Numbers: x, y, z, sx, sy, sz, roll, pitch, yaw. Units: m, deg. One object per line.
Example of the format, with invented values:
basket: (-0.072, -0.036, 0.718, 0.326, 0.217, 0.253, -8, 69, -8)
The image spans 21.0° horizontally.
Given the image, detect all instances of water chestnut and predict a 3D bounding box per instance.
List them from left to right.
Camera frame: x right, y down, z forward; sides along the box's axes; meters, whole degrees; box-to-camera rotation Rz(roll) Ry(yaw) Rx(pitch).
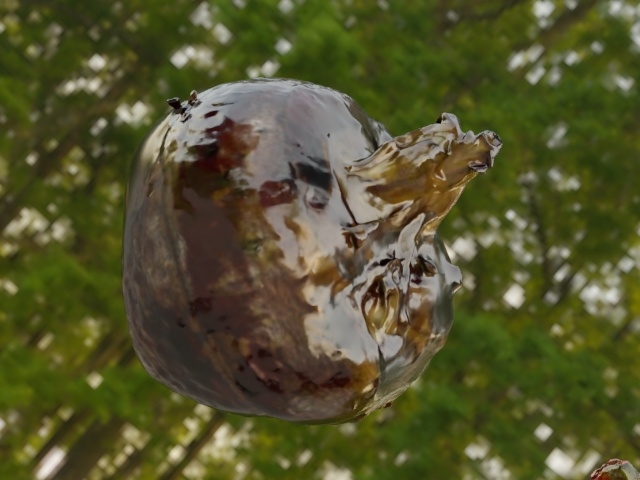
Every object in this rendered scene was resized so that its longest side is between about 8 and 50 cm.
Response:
water chestnut: (0.000, 0.000, 1.460, 0.347, 0.335, 0.335, -17, -45, 22)

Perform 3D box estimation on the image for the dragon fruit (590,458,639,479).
dragon fruit: (0.260, 0.287, 1.603, 0.133, 0.208, 0.150, 59, 16, 5)
